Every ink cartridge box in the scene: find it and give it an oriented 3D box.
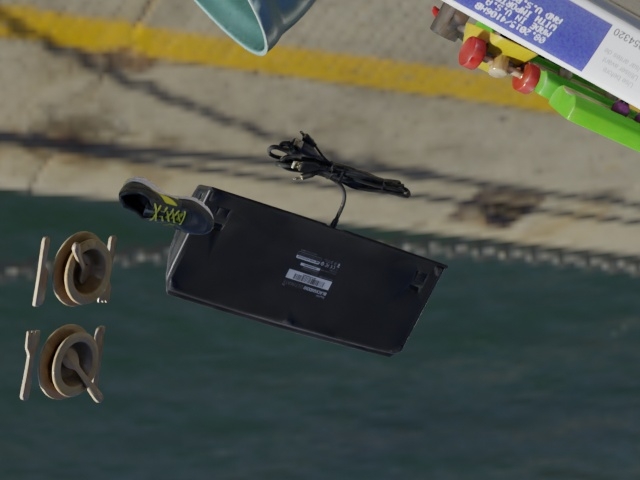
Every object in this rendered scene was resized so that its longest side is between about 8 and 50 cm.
[{"bbox_3d":[0.211,-0.199,1.528,0.324,0.330,0.071,26,106,-17],"label":"ink cartridge box"}]

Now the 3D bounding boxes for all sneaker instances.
[{"bbox_3d":[-0.127,-0.023,1.479,0.083,0.031,0.035,22,-156,8],"label":"sneaker"}]

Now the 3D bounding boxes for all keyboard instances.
[{"bbox_3d":[0.000,0.000,1.860,0.317,0.033,0.202,18,105,-36],"label":"keyboard"}]

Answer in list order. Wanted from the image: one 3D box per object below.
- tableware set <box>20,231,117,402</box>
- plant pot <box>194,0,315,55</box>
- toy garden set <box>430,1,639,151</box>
[{"bbox_3d":[-0.270,0.088,2.057,0.039,0.194,0.128,14,-171,33],"label":"tableware set"},{"bbox_3d":[-0.076,-0.372,1.949,0.196,0.293,0.293,-39,158,-8],"label":"plant pot"},{"bbox_3d":[0.190,-0.167,1.634,0.203,0.244,0.049,21,106,-24],"label":"toy garden set"}]
